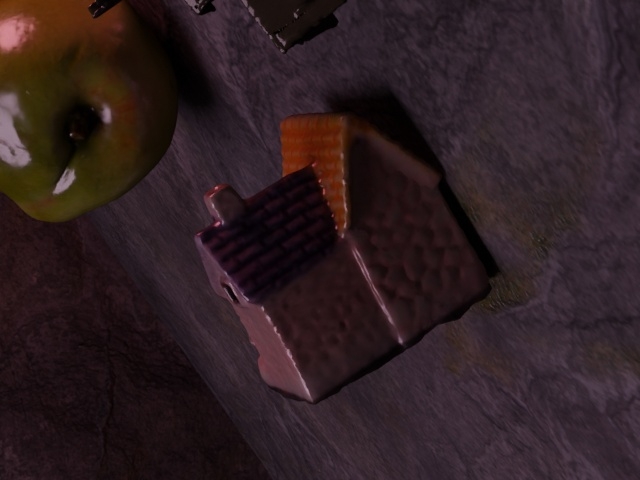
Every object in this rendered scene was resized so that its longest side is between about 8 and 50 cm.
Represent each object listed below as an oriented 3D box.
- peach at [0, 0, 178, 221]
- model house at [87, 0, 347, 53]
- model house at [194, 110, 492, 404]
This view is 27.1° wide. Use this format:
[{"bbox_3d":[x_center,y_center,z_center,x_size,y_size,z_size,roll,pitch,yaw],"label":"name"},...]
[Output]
[{"bbox_3d":[-0.345,-0.193,1.735,0.281,0.314,0.315,30,-159,-40],"label":"peach"},{"bbox_3d":[-0.070,-0.234,0.997,0.204,0.243,0.211,52,164,1],"label":"model house"},{"bbox_3d":[0.000,0.000,1.341,0.237,0.237,0.202,62,169,-15],"label":"model house"}]
